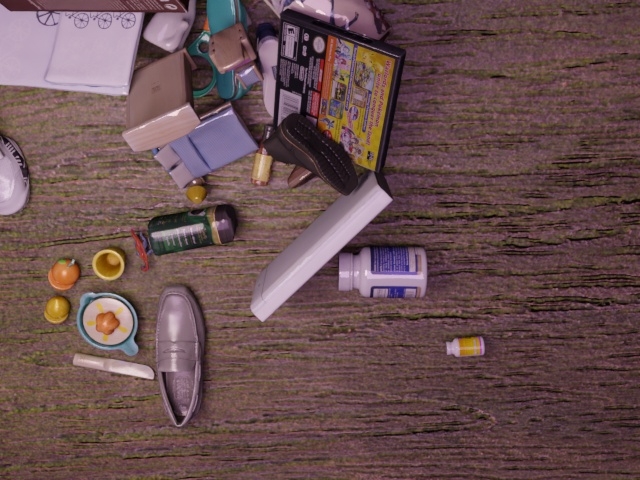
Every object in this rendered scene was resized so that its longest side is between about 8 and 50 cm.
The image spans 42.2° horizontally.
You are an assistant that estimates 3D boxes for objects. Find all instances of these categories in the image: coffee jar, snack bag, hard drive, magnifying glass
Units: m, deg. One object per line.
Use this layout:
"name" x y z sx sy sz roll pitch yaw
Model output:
"coffee jar" -0.270 -0.024 1.776 0.184 0.096 0.079 -10 108 4
"snack bag" -0.495 -0.445 1.600 0.342 0.037 0.323 6 80 14
"hard drive" 0.000 0.000 1.709 0.353 0.233 0.047 -43 101 11
"magnifying glass" -0.237 -0.407 1.710 0.092 0.026 0.231 20 103 -5

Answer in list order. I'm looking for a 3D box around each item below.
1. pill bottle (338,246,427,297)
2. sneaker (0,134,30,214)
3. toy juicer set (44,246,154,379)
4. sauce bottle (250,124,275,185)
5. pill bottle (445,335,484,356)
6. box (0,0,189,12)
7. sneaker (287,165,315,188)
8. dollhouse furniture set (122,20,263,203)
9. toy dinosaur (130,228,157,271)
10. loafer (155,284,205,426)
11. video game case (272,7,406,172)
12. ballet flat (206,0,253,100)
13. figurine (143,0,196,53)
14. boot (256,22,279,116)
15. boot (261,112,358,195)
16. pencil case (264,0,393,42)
"pill bottle" 0.132 0.068 1.790 0.186 0.112 0.112 1 105 0
"sneaker" -0.730 -0.202 1.672 0.137 0.210 0.366 -22 104 6
"toy juicer set" -0.505 0.183 1.837 0.209 0.089 0.329 -9 105 2
"sauce bottle" -0.118 -0.180 1.761 0.042 0.042 0.128 13 106 -3
"pill bottle" 0.325 0.240 1.870 0.083 0.043 0.043 -4 105 1
"box" -0.424 -0.530 1.510 0.381 0.143 0.191 4 81 16
"sneaker" -0.008 -0.190 1.757 0.188 0.066 0.071 -41 82 7
"dollhouse furniture set" -0.205 -0.202 1.619 0.286 0.198 0.303 -22 134 9
"toy dinosaur" -0.393 0.025 1.807 0.047 0.090 0.082 -17 73 20
"loafer" -0.311 0.258 1.843 0.112 0.111 0.320 -4 105 1
"video game case" 0.028 -0.286 1.611 0.248 0.035 0.275 24 137 16
"ballet flat" -0.177 -0.410 1.679 0.083 0.087 0.247 12 117 30
"figurine" -0.308 -0.494 1.621 0.215 0.092 0.209 32 99 26
"boot" -0.094 -0.349 1.708 0.069 0.086 0.190 -9 133 -5
"boot" -0.023 -0.162 1.693 0.198 0.137 0.077 50 60 -8
"pencil case" -0.048 -0.497 1.614 0.183 0.160 0.410 -46 102 -12
